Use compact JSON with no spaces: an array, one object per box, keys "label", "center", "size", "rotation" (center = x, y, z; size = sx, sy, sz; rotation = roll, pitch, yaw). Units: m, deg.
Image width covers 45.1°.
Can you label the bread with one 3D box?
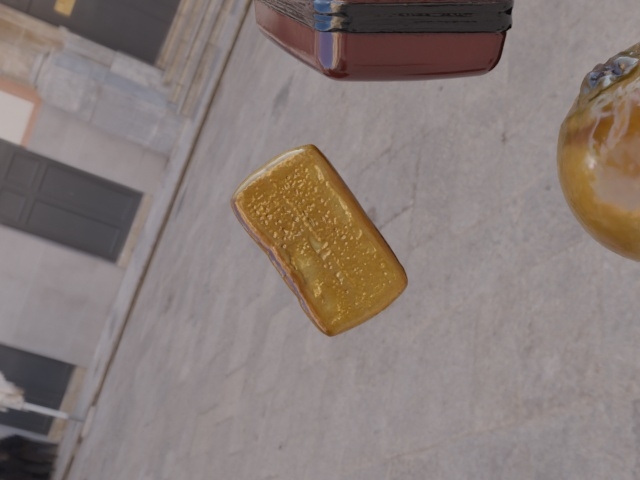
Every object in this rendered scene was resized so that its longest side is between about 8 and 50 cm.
[{"label":"bread","center":[0.000,0.000,0.825],"size":[0.116,0.200,0.077],"rotation":[-36,4,-1]}]

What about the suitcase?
[{"label":"suitcase","center":[0.057,-0.284,0.868],"size":[0.297,0.236,0.161],"rotation":[-128,35,-57]}]

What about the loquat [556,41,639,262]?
[{"label":"loquat","center":[0.497,-0.125,1.093],"size":[0.328,0.329,0.328],"rotation":[-54,24,39]}]
